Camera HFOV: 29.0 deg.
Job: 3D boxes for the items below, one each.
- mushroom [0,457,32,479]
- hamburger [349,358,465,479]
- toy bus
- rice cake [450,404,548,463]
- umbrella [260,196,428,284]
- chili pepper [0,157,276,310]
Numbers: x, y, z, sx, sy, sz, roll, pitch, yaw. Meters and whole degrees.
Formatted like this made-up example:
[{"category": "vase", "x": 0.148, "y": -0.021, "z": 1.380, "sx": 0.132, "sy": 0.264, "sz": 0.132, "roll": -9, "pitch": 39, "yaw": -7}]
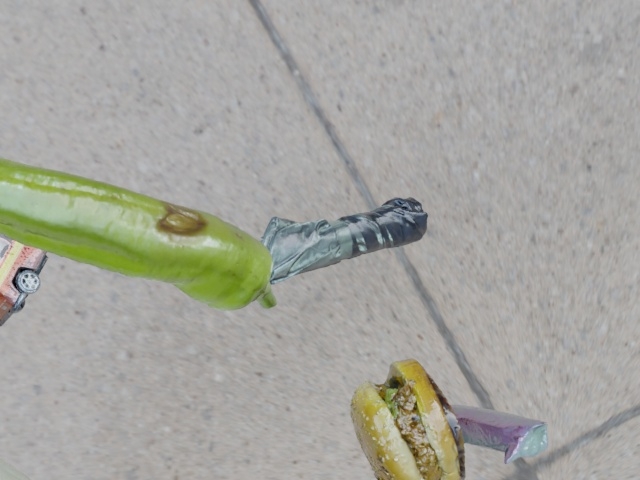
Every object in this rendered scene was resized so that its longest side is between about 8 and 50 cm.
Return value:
[{"category": "mushroom", "x": -0.380, "y": 0.296, "z": 1.139, "sx": 0.260, "sy": 0.234, "sz": 0.254, "roll": 3, "pitch": 122, "yaw": 23}, {"category": "hamburger", "x": 0.108, "y": 0.251, "z": 1.622, "sx": 0.118, "sy": 0.191, "sz": 0.181, "roll": -18, "pitch": 108, "yaw": -7}, {"category": "toy bus", "x": -0.333, "y": 0.004, "z": 1.375, "sx": 0.077, "sy": 0.079, "sz": 0.174, "roll": 30, "pitch": 57, "yaw": -15}, {"category": "rice cake", "x": 0.205, "y": 0.261, "z": 1.713, "sx": 0.081, "sy": 0.290, "sz": 0.051, "roll": -26, "pitch": 101, "yaw": -25}, {"category": "umbrella", "x": 0.000, "y": 0.000, "z": 1.024, "sx": 0.188, "sy": 0.046, "sz": 0.050, "roll": -16, "pitch": 72, "yaw": -23}, {"category": "chili pepper", "x": -0.107, "y": -0.011, "z": 0.534, "sx": 0.208, "sy": 0.049, "sz": 0.043, "roll": 20, "pitch": 108, "yaw": -16}]
